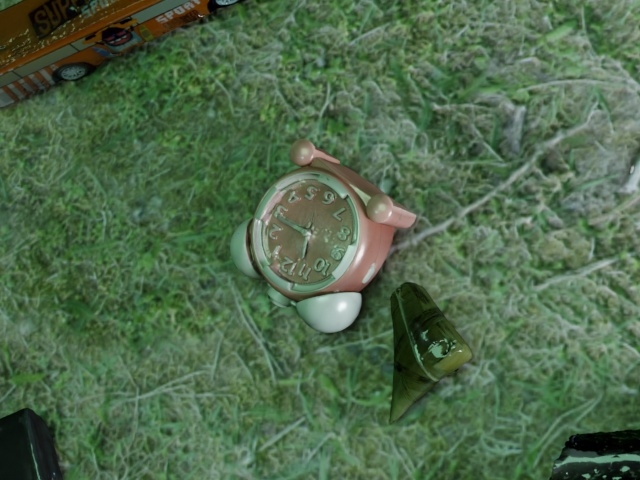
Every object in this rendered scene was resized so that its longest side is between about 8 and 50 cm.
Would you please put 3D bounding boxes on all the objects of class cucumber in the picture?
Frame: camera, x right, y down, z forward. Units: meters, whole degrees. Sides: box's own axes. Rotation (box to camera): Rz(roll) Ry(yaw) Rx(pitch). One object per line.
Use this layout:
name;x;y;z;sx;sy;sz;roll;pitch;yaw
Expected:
cucumber;0.329;0.203;1.220;0.245;0.067;0.067;-5;72;17

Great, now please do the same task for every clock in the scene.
clock;0.000;0.000;1.395;0.166;0.092;0.162;37;98;26

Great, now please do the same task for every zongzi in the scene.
zongzi;0.083;0.111;1.350;0.113;0.052;0.104;-46;55;16

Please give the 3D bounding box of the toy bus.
toy bus;-0.232;-0.273;1.561;0.408;0.092;0.093;-23;69;14

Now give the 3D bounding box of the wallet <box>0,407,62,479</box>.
wallet;-0.458;0.358;1.463;0.406;0.062;0.228;-23;66;11
